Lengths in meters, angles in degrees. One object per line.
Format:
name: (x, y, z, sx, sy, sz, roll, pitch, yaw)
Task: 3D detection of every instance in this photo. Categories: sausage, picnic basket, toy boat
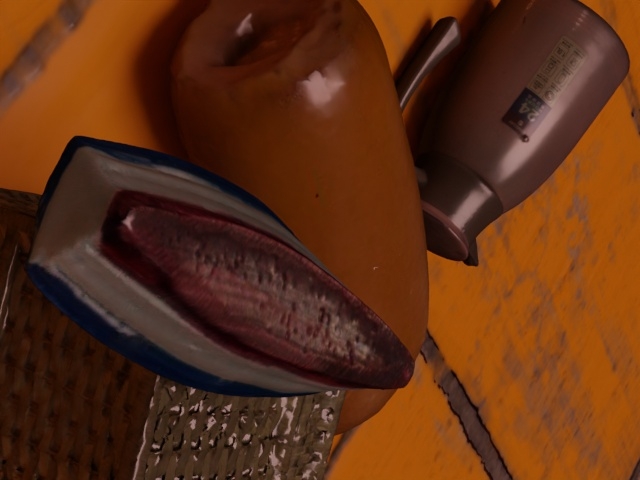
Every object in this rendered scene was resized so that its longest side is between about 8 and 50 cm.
sausage: (0.005, 0.001, 0.922, 0.134, 0.116, 0.354, -61, 151, -33)
picnic basket: (-0.102, 0.054, 0.713, 0.154, 0.196, 0.134, 6, 97, -55)
toy boat: (-0.026, 0.025, 0.599, 0.229, 0.046, 0.080, 34, 70, -53)

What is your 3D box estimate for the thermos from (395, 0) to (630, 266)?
thermos: (0.110, -0.084, 1.057, 0.137, 0.105, 0.193, 45, 73, -26)
